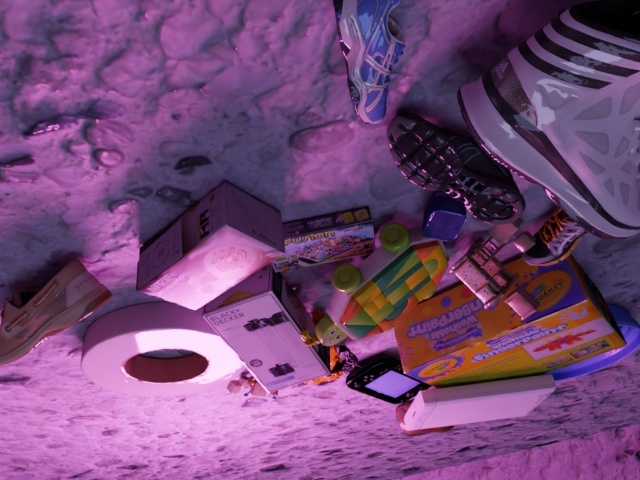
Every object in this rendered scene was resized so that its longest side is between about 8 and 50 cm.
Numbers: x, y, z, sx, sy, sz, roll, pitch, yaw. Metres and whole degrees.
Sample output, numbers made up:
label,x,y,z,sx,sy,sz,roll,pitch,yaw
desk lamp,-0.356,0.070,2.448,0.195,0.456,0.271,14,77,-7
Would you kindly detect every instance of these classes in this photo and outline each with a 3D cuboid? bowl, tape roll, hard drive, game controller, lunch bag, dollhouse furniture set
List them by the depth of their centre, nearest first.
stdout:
label,x,y,z,sx,sy,sz,roll,pitch,yaw
lunch bag,0.230,-0.053,1.048,0.067,0.065,0.098,12,143,-3
dollhouse furniture set,0.382,0.065,1.127,0.101,0.182,0.161,-33,165,-44
tape roll,-0.369,0.274,1.362,0.391,0.072,0.392,-7,144,-5
hard drive,0.419,0.440,1.519,0.352,0.047,0.233,-5,146,-8
bowl,0.735,0.310,1.665,0.390,0.077,0.391,-6,144,-4
game controller,0.217,0.427,1.718,0.166,0.067,0.319,-30,141,26

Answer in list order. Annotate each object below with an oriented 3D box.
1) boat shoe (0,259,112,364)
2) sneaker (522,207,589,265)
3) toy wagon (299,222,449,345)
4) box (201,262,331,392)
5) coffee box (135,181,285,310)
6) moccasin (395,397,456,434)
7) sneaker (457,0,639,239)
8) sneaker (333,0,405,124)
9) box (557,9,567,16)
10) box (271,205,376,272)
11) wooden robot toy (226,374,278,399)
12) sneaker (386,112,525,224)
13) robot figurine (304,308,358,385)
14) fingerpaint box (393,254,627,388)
label,x,y,z,sx,sy,sz,roll,pitch,yaw
boat shoe,-0.559,0.141,1.113,0.341,0.122,0.110,-28,104,21
sneaker,0.489,-0.031,1.131,0.083,0.084,0.215,25,123,-36
toy wagon,0.112,0.115,1.155,0.344,0.068,0.267,-41,145,0
box,-0.110,0.198,1.232,0.169,0.087,0.290,-19,126,14
coffee box,-0.200,0.018,1.016,0.246,0.098,0.141,-32,139,28
moccasin,0.390,0.537,1.828,0.147,0.139,0.380,-35,147,27
sneaker,0.426,-0.157,0.775,0.447,0.169,0.257,22,137,-33
sneaker,0.072,-0.235,0.740,0.081,0.080,0.211,-10,146,7
box,0.434,-0.257,0.825,0.233,0.044,0.159,-4,145,-8
box,0.000,0.000,1.092,0.206,0.036,0.114,-11,145,3
wooden robot toy,-0.179,0.396,1.605,0.173,0.076,0.079,16,102,-32
sneaker,0.218,-0.126,0.922,0.267,0.106,0.101,33,136,-18
robot figurine,-0.020,0.286,1.448,0.211,0.085,0.291,-13,144,6
fingerpaint box,0.464,0.222,1.403,0.444,0.163,0.371,-30,141,26
